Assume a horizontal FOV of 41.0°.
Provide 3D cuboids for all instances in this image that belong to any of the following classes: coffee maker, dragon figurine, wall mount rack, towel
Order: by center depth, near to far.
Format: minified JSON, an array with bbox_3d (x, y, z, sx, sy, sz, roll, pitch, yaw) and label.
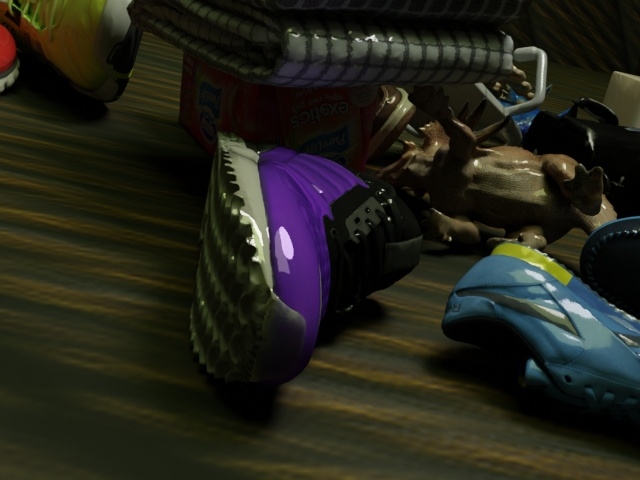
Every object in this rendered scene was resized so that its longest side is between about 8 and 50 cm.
[{"bbox_3d":[-0.002,-0.215,0.719,0.235,0.121,0.283,-9,28,-33],"label":"towel"},{"bbox_3d":[0.357,-0.078,1.035,0.178,0.120,0.171,4,45,-25],"label":"coffee maker"},{"bbox_3d":[0.099,-0.218,1.066,0.304,0.131,0.350,-9,-28,36],"label":"wall mount rack"},{"bbox_3d":[0.315,-0.166,1.260,0.144,0.085,0.289,27,27,29],"label":"dragon figurine"}]

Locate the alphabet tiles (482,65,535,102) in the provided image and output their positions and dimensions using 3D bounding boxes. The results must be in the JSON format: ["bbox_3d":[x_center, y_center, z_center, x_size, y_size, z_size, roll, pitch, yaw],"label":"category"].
[{"bbox_3d":[0.274,-0.329,1.652,0.278,0.021,0.284,24,-2,27],"label":"alphabet tiles"}]

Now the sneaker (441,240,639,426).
[{"bbox_3d":[0.168,0.082,0.502,0.209,0.069,0.082,31,56,20],"label":"sneaker"}]

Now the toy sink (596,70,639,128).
[{"bbox_3d":[0.528,-0.140,1.241,0.234,0.153,0.131,10,19,-10],"label":"toy sink"}]

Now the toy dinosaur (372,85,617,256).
[{"bbox_3d":[0.177,-0.050,0.788,0.295,0.127,0.200,27,15,21],"label":"toy dinosaur"}]

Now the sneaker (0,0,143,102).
[{"bbox_3d":[-0.302,-0.251,0.966,0.147,0.145,0.384,17,3,-34],"label":"sneaker"}]

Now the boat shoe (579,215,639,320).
[{"bbox_3d":[0.321,0.047,0.625,0.258,0.109,0.089,16,22,12],"label":"boat shoe"}]

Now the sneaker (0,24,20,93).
[{"bbox_3d":[-0.376,-0.201,0.821,0.107,0.118,0.279,17,19,7],"label":"sneaker"}]

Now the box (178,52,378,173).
[{"bbox_3d":[-0.053,-0.147,0.869,0.122,0.128,0.257,-2,24,-24],"label":"box"}]

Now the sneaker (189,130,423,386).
[{"bbox_3d":[0.000,-0.001,0.536,0.146,0.102,0.293,11,19,-11],"label":"sneaker"}]

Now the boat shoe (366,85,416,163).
[{"bbox_3d":[0.020,-0.148,0.949,0.095,0.095,0.257,37,-2,-16],"label":"boat shoe"}]
